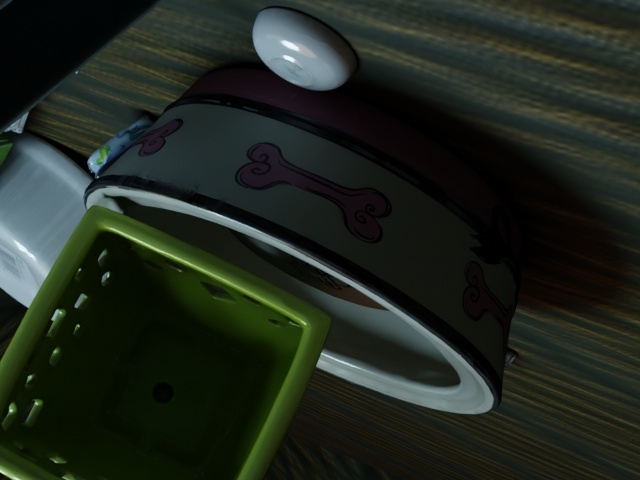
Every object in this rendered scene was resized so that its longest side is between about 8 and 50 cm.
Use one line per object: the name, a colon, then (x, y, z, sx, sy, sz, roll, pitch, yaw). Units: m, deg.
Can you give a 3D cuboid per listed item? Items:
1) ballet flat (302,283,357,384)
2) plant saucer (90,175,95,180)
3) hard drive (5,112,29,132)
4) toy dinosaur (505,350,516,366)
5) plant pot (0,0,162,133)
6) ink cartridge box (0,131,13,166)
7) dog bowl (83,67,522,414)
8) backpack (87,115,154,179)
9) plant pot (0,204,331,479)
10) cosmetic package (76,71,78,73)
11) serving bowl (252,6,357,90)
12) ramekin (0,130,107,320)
ballet flat: (-0.012, 0.057, 1.180, 0.250, 0.084, 0.058, 50, -177, 11)
plant saucer: (-0.310, -0.039, 1.566, 0.199, 0.036, 0.198, 24, 164, 8)
hard drive: (-0.391, -0.192, 1.045, 0.237, 0.064, 0.339, 14, 168, -18)
toy dinosaur: (0.081, 0.113, 1.254, 0.314, 0.121, 0.160, 23, 151, 1)
plant pot: (-0.197, -0.201, 0.506, 0.252, 0.248, 0.247, 48, 161, -6)
ink cartridge box: (-0.512, -0.151, 1.301, 0.255, 0.097, 0.189, 53, 129, 12)
dog bowl: (0.000, 0.000, 0.968, 0.408, 0.150, 0.408, 25, 164, 8)
backpack: (-0.186, -0.073, 1.136, 0.084, 0.105, 0.114, 47, 170, 15)
plant pot: (-0.137, 0.129, 0.930, 0.228, 0.227, 0.207, 26, 170, 3)
cosmetic package: (-0.203, -0.207, 0.801, 0.099, 0.060, 0.239, 32, 164, -11)
serving bowl: (-0.016, -0.135, 0.784, 0.083, 0.027, 0.083, 24, 164, 8)
ramekin: (-0.397, -0.012, 1.488, 0.277, 0.135, 0.277, 31, 152, 18)
